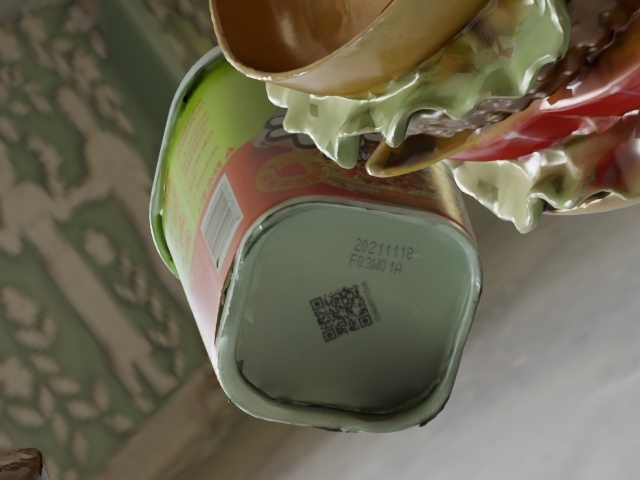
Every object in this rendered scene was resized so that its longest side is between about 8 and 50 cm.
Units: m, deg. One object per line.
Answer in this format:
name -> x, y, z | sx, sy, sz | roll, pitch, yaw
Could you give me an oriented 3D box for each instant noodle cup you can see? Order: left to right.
instant noodle cup -> 0.000, 0.000, 1.470 | 0.294, 0.294, 0.308 | -35, 26, 9

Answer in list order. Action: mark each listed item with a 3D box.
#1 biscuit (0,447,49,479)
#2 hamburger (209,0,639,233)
biscuit -> -0.322, 0.195, 1.049 | 0.302, 0.043, 0.278 | -1, 25, 33
hamburger -> 0.101, -0.141, 0.732 | 0.274, 0.212, 0.274 | -37, 42, 44
